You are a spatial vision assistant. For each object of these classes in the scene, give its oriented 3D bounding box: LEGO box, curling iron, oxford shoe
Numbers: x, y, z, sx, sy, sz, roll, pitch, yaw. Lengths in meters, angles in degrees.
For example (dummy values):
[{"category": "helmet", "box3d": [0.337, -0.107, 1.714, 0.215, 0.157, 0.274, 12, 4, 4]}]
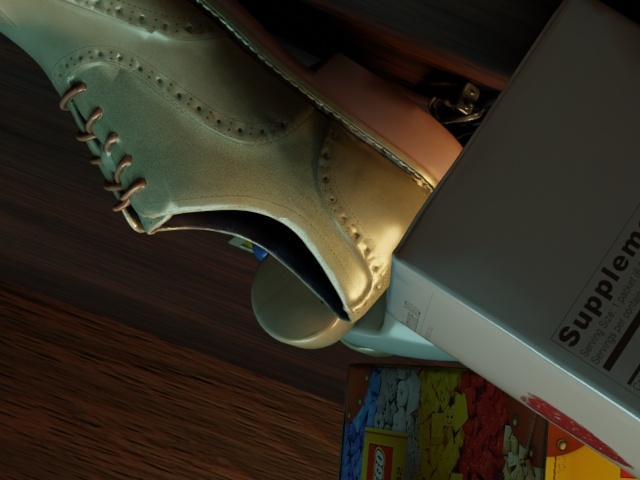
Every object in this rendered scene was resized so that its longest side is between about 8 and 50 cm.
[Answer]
[{"category": "LEGO box", "box3d": [0.313, 0.223, 1.301, 0.500, 0.193, 0.372, 7, 174, -21]}, {"category": "curling iron", "box3d": [0.190, -0.050, 0.939, 0.274, 0.035, 0.068, 15, 168, 21]}, {"category": "oxford shoe", "box3d": [-0.105, -0.088, 0.926, 0.397, 0.146, 0.140, 28, 169, -6]}]

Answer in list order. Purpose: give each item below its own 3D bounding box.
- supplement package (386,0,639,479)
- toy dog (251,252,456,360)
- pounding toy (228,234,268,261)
[{"category": "supplement package", "box3d": [0.201, 0.036, 0.807, 0.293, 0.175, 0.177, 33, 171, 8]}, {"category": "toy dog", "box3d": [0.119, 0.013, 1.134, 0.333, 0.161, 0.220, 4, 175, 5]}, {"category": "pounding toy", "box3d": [0.000, 0.000, 1.314, 0.141, 0.100, 0.130, 21, 169, -9]}]
